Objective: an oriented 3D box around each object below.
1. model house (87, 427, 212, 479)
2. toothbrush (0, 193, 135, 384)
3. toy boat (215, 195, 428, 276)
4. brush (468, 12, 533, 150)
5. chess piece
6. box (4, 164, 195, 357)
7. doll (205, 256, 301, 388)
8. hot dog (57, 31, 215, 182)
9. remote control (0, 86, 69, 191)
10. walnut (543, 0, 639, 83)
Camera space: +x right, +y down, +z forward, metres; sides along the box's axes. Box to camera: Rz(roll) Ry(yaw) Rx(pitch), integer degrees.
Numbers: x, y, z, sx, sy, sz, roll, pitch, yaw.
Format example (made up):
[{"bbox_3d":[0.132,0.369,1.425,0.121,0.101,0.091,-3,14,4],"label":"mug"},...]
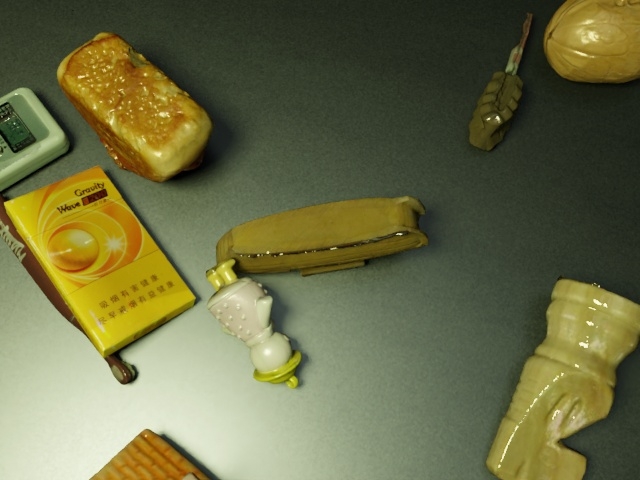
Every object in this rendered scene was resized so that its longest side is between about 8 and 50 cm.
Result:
[{"bbox_3d":[-0.231,0.348,0.703,0.202,0.237,0.237,35,66,16],"label":"model house"},{"bbox_3d":[-0.385,0.066,0.896,0.041,0.041,0.364,-39,76,-17],"label":"toothbrush"},{"bbox_3d":[0.000,0.000,0.910,0.321,0.121,0.089,-10,70,7],"label":"toy boat"},{"bbox_3d":[0.332,-0.288,1.070,0.071,0.084,0.301,23,63,6],"label":"brush"},{"bbox_3d":[0.342,0.209,0.866,0.137,0.137,0.301,27,82,6],"label":"chess piece"},{"bbox_3d":[-0.322,0.023,0.898,0.152,0.043,0.269,-29,72,-33],"label":"box"},{"bbox_3d":[-0.093,0.121,0.862,0.081,0.129,0.207,-33,89,-44],"label":"doll"},{"bbox_3d":[-0.273,-0.188,0.943,0.256,0.153,0.150,41,76,13],"label":"hot dog"},{"bbox_3d":[-0.549,-0.120,0.945,0.296,0.056,0.140,-36,70,-17],"label":"remote control"},{"bbox_3d":[0.491,-0.352,1.061,0.197,0.165,0.165,7,69,-5],"label":"walnut"}]
